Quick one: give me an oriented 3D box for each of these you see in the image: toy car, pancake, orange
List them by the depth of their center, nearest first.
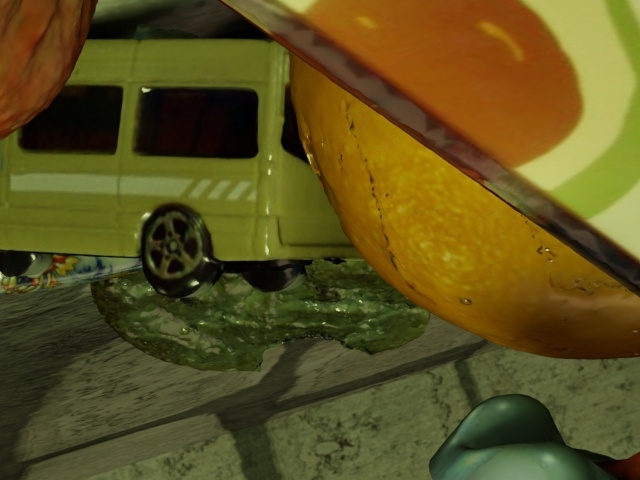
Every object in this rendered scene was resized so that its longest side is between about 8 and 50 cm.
[{"bbox_3d":[0.110,-0.073,0.801,0.246,0.246,0.246,-18,169,-4],"label":"orange"},{"bbox_3d":[-0.099,-0.039,0.933,0.256,0.124,0.101,3,-179,32],"label":"toy car"},{"bbox_3d":[-0.036,0.021,1.314,0.253,0.037,0.253,2,147,1],"label":"pancake"}]

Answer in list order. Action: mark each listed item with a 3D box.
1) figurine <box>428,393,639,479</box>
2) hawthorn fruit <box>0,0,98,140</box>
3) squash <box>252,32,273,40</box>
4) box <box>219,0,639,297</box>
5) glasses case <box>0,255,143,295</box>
[{"bbox_3d":[0.235,-0.020,0.608,0.388,0.248,0.276,-58,164,3],"label":"figurine"},{"bbox_3d":[-0.200,-0.083,0.535,0.285,0.165,0.165,-10,169,-1],"label":"hawthorn fruit"},{"bbox_3d":[0.041,-0.098,0.988,0.292,0.082,0.082,-23,168,24],"label":"squash"},{"bbox_3d":[0.118,-0.166,0.327,0.385,0.122,0.344,-26,140,33],"label":"box"},{"bbox_3d":[-0.086,-0.030,1.100,0.248,0.087,0.065,-13,172,-24],"label":"glasses case"}]
